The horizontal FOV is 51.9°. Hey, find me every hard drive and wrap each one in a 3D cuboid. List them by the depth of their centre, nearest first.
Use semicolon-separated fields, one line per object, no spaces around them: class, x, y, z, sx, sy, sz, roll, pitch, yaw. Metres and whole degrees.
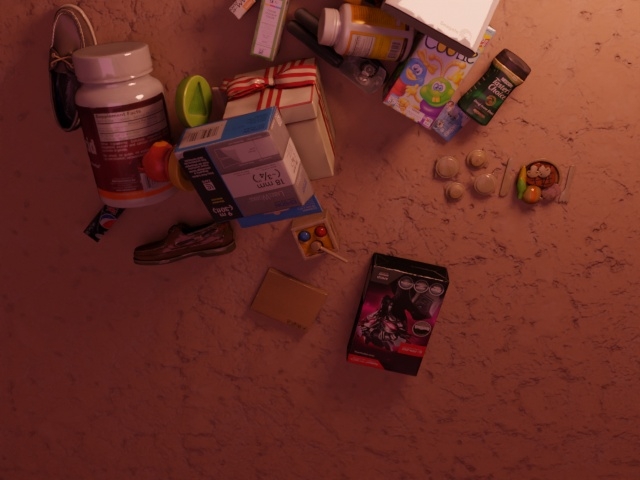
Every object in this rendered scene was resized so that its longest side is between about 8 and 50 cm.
hard drive;0.311;-0.620;1.471;0.233;0.047;0.353;26;84;-9

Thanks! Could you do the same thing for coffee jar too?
coffee jar;0.440;-0.388;1.667;0.096;0.079;0.184;33;115;-12

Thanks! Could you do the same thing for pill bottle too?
pill bottle;0.106;-0.496;1.567;0.215;0.117;0.117;4;119;-12
pill bottle;-0.507;-0.302;1.718;0.224;0.224;0.392;-2;117;6

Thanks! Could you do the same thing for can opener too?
can opener;0.049;-0.481;1.667;0.283;0.095;0.076;38;120;0

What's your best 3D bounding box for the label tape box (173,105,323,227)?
label tape box;-0.161;-0.135;1.586;0.240;0.106;0.334;-11;131;18

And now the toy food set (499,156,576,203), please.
toy food set;0.598;-0.159;1.796;0.192;0.038;0.132;6;118;2

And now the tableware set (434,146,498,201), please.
tableware set;0.401;-0.180;1.815;0.168;0.020;0.141;-13;114;13

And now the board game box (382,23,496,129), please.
board game box;0.283;-0.439;1.618;0.142;0.144;0.275;29;116;-9

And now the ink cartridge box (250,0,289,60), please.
ink cartridge box;-0.115;-0.558;1.612;0.062;0.109;0.209;15;118;-3

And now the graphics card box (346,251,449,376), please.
graphics card box;0.229;0.231;2.005;0.233;0.094;0.371;13;117;-1

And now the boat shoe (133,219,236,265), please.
boat shoe;-0.407;-0.004;1.940;0.307;0.111;0.104;-11;113;0

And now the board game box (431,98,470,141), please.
board game box;0.336;-0.323;1.744;0.090;0.020;0.090;36;115;-14

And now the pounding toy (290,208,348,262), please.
pounding toy;0.000;0.000;1.899;0.130;0.100;0.141;-16;115;14

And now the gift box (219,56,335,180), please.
gift box;-0.106;-0.314;1.667;0.255;0.276;0.258;-12;131;7

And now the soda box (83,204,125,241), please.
soda box;-0.625;-0.074;1.940;0.053;0.060;0.169;39;114;-15

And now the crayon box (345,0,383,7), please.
crayon box;0.038;-0.689;1.529;0.318;0.081;0.202;23;126;-7

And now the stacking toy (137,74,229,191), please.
stacking toy;-0.337;-0.278;1.691;0.130;0.309;0.279;7;102;20

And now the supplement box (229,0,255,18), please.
supplement box;-0.183;-0.583;1.610;0.036;0.098;0.062;43;113;-16

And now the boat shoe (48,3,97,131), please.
boat shoe;-0.657;-0.446;1.726;0.116;0.097;0.324;10;118;0

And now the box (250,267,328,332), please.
box;-0.099;0.188;2.052;0.201;0.021;0.164;24;117;-7
